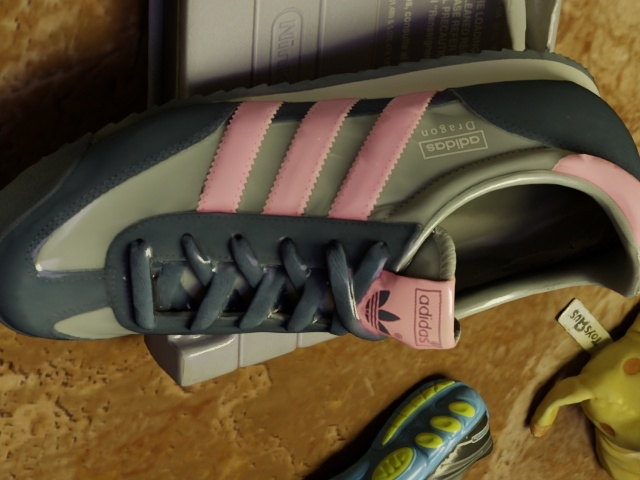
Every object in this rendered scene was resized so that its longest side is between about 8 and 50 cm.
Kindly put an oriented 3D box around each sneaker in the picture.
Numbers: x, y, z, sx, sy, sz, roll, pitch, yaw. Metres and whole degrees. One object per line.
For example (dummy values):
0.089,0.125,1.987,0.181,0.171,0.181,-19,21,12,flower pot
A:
0.000,0.000,0.797,0.319,0.131,0.112,-15,134,-7,sneaker
0.038,0.170,1.100,0.188,0.067,0.078,-41,131,-9,sneaker

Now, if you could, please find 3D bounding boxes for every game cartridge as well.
0.020,-0.105,0.883,0.230,0.068,0.355,-19,132,-30,game cartridge

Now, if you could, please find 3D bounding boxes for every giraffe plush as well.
0.265,0.125,1.164,0.210,0.170,0.181,19,109,-44,giraffe plush

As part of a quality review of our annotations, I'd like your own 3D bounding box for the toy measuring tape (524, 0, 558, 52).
0.146,-0.179,0.807,0.121,0.121,0.330,-29,143,-17,toy measuring tape
